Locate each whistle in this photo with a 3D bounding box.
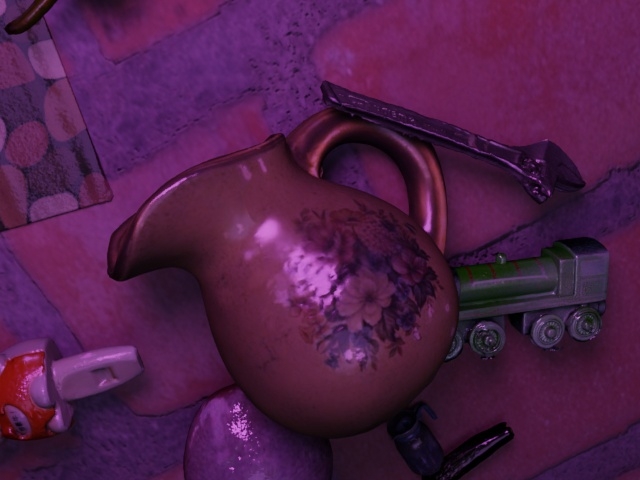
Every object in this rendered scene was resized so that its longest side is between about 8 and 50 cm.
[{"bbox_3d":[-0.314,0.163,0.812,0.253,0.106,0.102,-15,155,-6],"label":"whistle"}]

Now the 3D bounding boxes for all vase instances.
[{"bbox_3d":[0.000,0.000,0.764,0.302,0.241,0.329,44,70,-11],"label":"vase"}]

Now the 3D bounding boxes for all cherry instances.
[{"bbox_3d":[-0.078,0.246,0.874,0.176,0.140,0.176,0,89,-6],"label":"cherry"}]

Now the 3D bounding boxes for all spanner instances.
[{"bbox_3d":[0.148,-0.105,0.796,0.325,0.093,0.026,17,138,-21],"label":"spanner"}]

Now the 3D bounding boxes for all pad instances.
[{"bbox_3d":[-0.315,-0.123,0.742,0.158,0.003,0.235,-17,114,-5],"label":"pad"}]

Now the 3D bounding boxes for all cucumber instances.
[{"bbox_3d":[0.191,0.279,0.998,0.135,0.033,0.034,-43,120,10],"label":"cucumber"}]

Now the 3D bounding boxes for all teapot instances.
[{"bbox_3d":[0.127,0.251,0.965,0.063,0.049,0.083,-31,115,2],"label":"teapot"}]

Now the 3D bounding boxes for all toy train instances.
[{"bbox_3d":[0.218,0.067,0.894,0.251,0.085,0.119,-6,108,-11],"label":"toy train"}]

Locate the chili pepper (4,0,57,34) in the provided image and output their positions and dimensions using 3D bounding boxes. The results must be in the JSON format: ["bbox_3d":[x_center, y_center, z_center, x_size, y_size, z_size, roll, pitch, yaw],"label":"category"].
[{"bbox_3d":[-0.198,-0.355,0.636,0.137,0.092,0.368,7,105,6],"label":"chili pepper"}]
